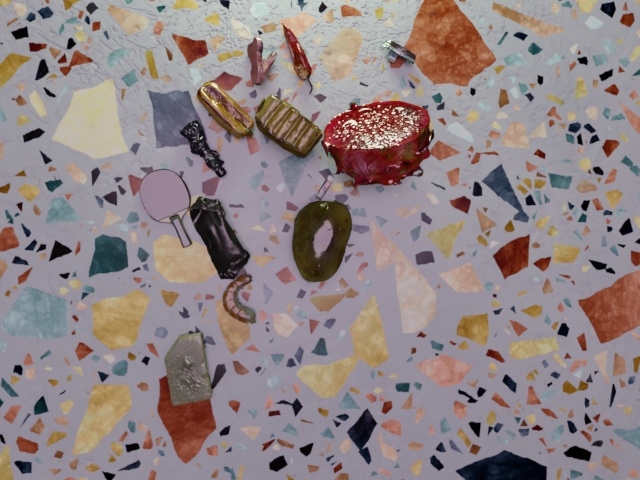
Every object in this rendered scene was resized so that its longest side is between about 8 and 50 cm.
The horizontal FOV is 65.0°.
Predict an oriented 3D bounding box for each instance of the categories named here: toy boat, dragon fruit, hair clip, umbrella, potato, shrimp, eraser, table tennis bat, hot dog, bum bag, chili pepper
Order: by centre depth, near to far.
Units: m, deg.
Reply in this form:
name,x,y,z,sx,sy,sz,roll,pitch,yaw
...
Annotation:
name,x,y,z,sx,sy,sz,roll,pitch,yaw
dragon fruit,0.199,-0.317,1.742,0.386,0.371,0.249,-21,127,-8
hair clip,-0.228,-0.635,1.792,0.102,0.123,0.138,28,86,-25
potato,0.000,0.000,1.804,0.210,0.173,0.307,10,89,-8
hot dog,-0.340,-0.460,1.811,0.250,0.076,0.104,43,70,-8
umbrella,-0.421,-0.322,1.813,0.080,0.071,0.224,-31,100,26
bum bag,-0.364,-0.015,1.827,0.142,0.079,0.326,-23,97,5
chili pepper,-0.078,-0.666,1.831,0.050,0.059,0.268,-25,92,-41
table tennis bat,-0.544,-0.117,1.833,0.173,0.022,0.301,-25,93,-3
toy boat,0.284,-0.686,1.853,0.140,0.059,0.066,29,117,-6
shrimp,-0.277,0.215,1.862,0.161,0.049,0.166,34,82,-3
eraser,0.016,-0.197,1.871,0.027,0.019,0.099,32,89,-5

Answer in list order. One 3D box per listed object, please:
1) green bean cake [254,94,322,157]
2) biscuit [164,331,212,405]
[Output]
name,x,y,z,sx,sy,sz,roll,pitch,yaw
green bean cake,-0.115,-0.390,1.753,0.230,0.224,0.131,36,93,-3
biscuit,-0.489,0.472,1.850,0.150,0.052,0.252,-8,93,-3
